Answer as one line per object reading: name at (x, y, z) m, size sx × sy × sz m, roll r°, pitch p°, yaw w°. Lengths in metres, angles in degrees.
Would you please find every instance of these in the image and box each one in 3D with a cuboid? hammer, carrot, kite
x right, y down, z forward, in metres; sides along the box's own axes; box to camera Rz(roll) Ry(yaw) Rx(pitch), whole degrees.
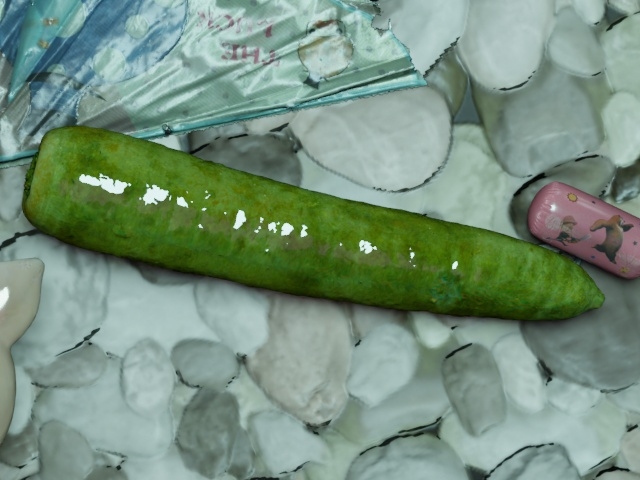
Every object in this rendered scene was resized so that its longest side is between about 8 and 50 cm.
hammer at (0.167, -0.005, 1.012) m, size 0.083 × 0.043 × 0.043 m, roll 23°, pitch 95°, yaw -8°
carrot at (0.000, 0.000, 0.987) m, size 0.359 × 0.074 × 0.074 m, roll 13°, pitch 96°, yaw -9°
kite at (-0.114, -0.189, 0.980) m, size 0.406 × 0.014 × 0.368 m, roll 35°, pitch 94°, yaw -8°

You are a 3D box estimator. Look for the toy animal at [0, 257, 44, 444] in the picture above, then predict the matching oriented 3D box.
toy animal at (-0.294, 0.072, 0.929) m, size 0.250 × 0.154 × 0.166 m, roll 10°, pitch 88°, yaw -8°
